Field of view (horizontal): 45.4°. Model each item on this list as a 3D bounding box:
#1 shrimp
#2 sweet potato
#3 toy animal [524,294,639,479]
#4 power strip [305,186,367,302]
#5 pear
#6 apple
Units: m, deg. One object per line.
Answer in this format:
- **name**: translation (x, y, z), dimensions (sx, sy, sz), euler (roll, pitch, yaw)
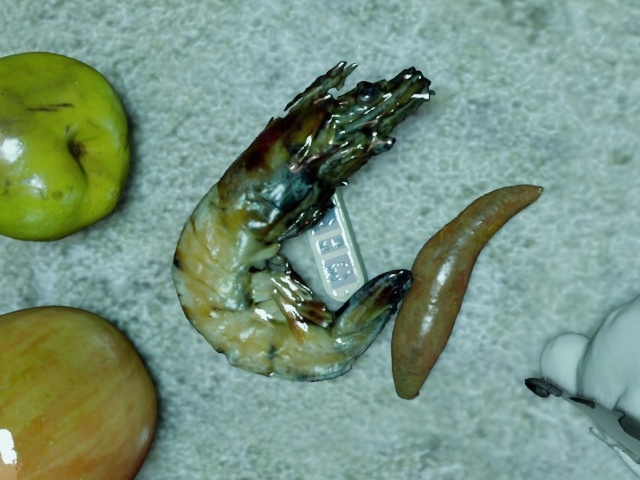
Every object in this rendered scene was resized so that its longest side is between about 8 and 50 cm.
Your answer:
- **shrimp**: translation (0.000, 0.000, 0.743), dimensions (0.365, 0.071, 0.233), euler (-42, 87, 26)
- **sweet potato**: translation (0.126, 0.042, 0.759), dimensions (0.078, 0.058, 0.255), euler (28, 95, -8)
- **toy animal**: translation (0.382, 0.061, 0.663), dimensions (0.258, 0.194, 0.357), euler (38, 82, 31)
- **power strip**: translation (0.005, -0.021, 0.791), dimensions (0.047, 0.030, 0.191), euler (-18, 90, 11)
- **pear**: translation (-0.294, -0.092, 0.771), dimensions (0.200, 0.200, 0.200), euler (0, 93, 11)
- **apple**: translation (-0.292, 0.187, 0.761), dimensions (0.242, 0.241, 0.242), euler (6, 107, 20)
